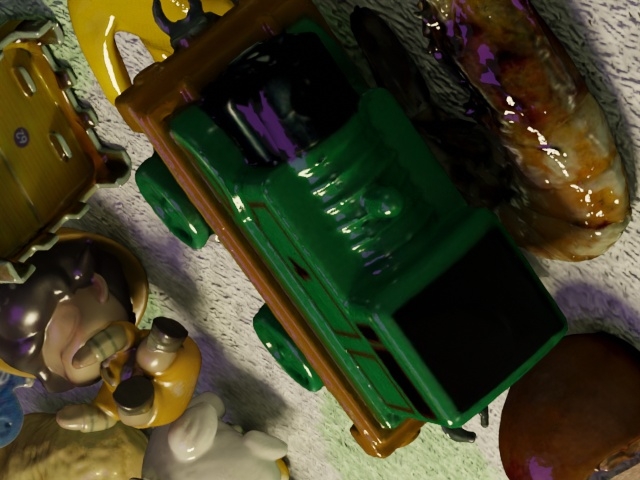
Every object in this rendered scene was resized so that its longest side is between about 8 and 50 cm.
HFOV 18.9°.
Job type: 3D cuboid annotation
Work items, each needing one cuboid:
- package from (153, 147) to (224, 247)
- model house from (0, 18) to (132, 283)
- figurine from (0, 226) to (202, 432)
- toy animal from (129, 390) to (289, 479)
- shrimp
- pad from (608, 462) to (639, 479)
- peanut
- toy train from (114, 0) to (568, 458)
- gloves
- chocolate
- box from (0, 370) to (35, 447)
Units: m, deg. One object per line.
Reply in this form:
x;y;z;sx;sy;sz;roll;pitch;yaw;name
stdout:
-0.086;-0.048;1.735;0.171;0.027;0.173;34;144;23;package
-0.334;-0.084;1.829;0.215;0.198;0.224;6;133;44;model house
-0.233;0.092;1.943;0.257;0.167;0.192;34;117;24;figurine
-0.108;0.287;2.044;0.208;0.154;0.325;47;155;11;toy animal
0.093;-0.124;1.385;0.233;0.071;0.365;6;137;55;shrimp
0.304;0.249;1.590;0.176;0.002;0.266;34;151;-5;pad
-0.296;0.275;2.281;0.319;0.147;0.147;-10;119;52;peanut
0.020;-0.011;1.423;0.429;0.178;0.249;55;165;-15;toy train
-0.128;-0.180;1.566;0.133;0.116;0.294;18;147;50;gloves
0.201;0.147;1.506;0.127;0.133;0.124;38;146;9;chocolate
-0.472;0.100;2.229;0.291;0.262;0.206;52;163;-29;box
